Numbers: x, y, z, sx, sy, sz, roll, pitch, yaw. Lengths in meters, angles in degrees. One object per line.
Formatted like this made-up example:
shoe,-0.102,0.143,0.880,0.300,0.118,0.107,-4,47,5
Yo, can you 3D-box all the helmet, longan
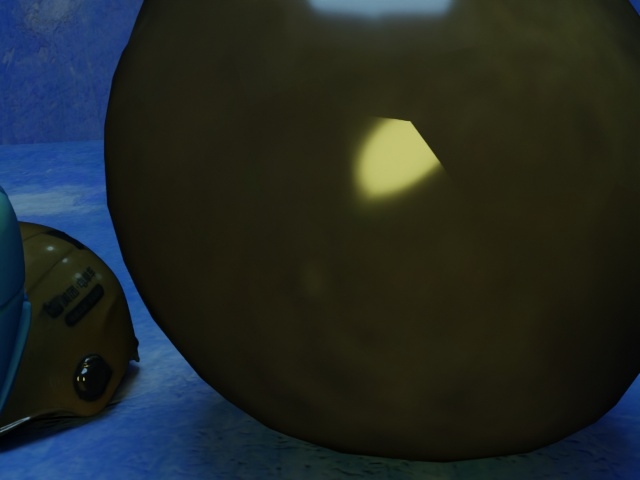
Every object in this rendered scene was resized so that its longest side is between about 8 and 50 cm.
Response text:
helmet,-0.240,0.055,0.709,0.198,0.130,0.224,-1,13,22
longan,0.042,-0.042,0.615,0.336,0.404,0.404,-40,16,0

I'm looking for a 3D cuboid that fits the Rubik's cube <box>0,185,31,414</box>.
Rubik's cube,-0.227,0.110,0.447,0.255,0.254,0.254,-3,12,1
